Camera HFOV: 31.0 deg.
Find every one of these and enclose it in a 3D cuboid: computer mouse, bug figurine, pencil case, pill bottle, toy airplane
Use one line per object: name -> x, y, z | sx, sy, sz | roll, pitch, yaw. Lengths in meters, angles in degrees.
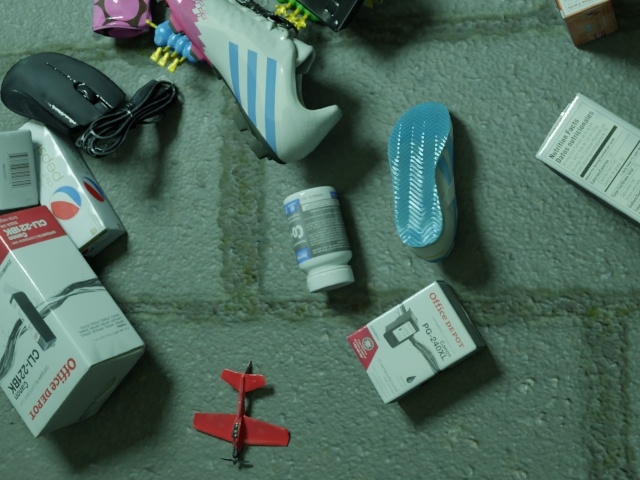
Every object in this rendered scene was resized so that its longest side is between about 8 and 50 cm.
computer mouse -> -0.366, -0.226, 1.714 | 0.272, 0.188, 0.072 | 20, 136, 27
bug figurine -> -0.112, -0.336, 1.677 | 0.216, 0.072, 0.279 | 38, 93, 11
pencil case -> -0.284, -0.407, 1.731 | 0.098, 0.095, 0.209 | 6, 90, 3
pill bottle -> 0.000, 0.000, 1.612 | 0.078, 0.078, 0.137 | -17, 80, 16
toy airplane -> -0.113, 0.247, 1.656 | 0.151, 0.028, 0.151 | -1, 86, 16

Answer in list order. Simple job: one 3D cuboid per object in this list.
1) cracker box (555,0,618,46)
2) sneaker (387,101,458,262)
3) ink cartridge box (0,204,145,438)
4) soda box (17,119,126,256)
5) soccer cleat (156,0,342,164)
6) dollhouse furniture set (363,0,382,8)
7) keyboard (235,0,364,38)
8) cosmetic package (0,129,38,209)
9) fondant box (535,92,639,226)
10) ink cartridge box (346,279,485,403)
cracker box -> 0.314, -0.383, 1.497 | 0.067, 0.155, 0.232 | -20, 81, 15
sneaker -> 0.143, -0.081, 1.571 | 0.087, 0.092, 0.229 | -3, 66, 20
ink cartridge box -> -0.407, 0.119, 1.684 | 0.273, 0.114, 0.197 | 51, 126, 14
soda box -> -0.386, -0.082, 1.749 | 0.074, 0.069, 0.216 | -36, 77, 13
soccer cleat -> -0.094, -0.263, 1.577 | 0.143, 0.116, 0.331 | -34, 90, 10
dollhouse furniture set -> 0.047, -0.386, 1.570 | 0.076, 0.058, 0.152 | 8, 117, 14
keyboard -> -0.077, -0.398, 1.590 | 0.317, 0.033, 0.201 | 42, 120, 12
cosmetic package -> -0.535, -0.107, 1.747 | 0.231, 0.085, 0.117 | 1, 98, 36
fondant box -> 0.435, -0.038, 1.389 | 0.330, 0.238, 0.096 | 36, 99, 17
ink cartridge box -> 0.130, 0.137, 1.567 | 0.150, 0.063, 0.109 | -34, 77, 13
